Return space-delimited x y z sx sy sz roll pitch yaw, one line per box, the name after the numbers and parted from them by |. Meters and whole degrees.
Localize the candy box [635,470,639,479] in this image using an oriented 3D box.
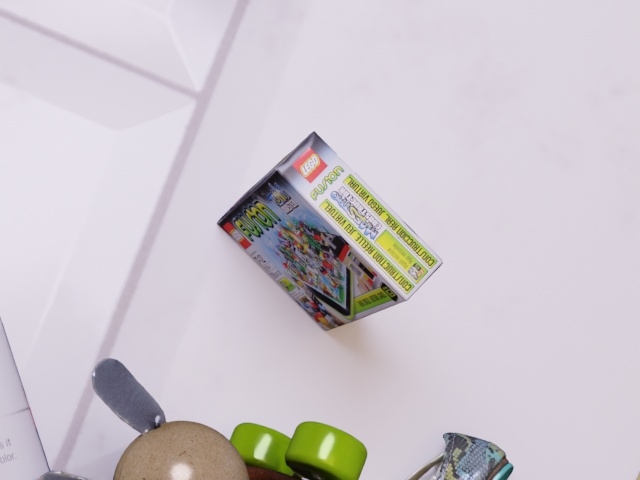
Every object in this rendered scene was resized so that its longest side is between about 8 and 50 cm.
0.296 0.204 1.092 0.109 0.186 0.053 27 76 -9 | candy box

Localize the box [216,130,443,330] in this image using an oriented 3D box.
0.000 0.000 1.037 0.114 0.207 0.036 45 75 -3 | box

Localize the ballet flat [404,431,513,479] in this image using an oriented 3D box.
0.061 0.215 1.104 0.070 0.070 0.188 38 73 -6 | ballet flat

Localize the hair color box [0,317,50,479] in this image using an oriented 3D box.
-0.242 0.231 0.981 0.173 0.105 0.347 -16 86 -30 | hair color box

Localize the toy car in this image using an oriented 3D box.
-0.090 0.163 1.000 0.188 0.149 0.155 34 66 -27 | toy car
